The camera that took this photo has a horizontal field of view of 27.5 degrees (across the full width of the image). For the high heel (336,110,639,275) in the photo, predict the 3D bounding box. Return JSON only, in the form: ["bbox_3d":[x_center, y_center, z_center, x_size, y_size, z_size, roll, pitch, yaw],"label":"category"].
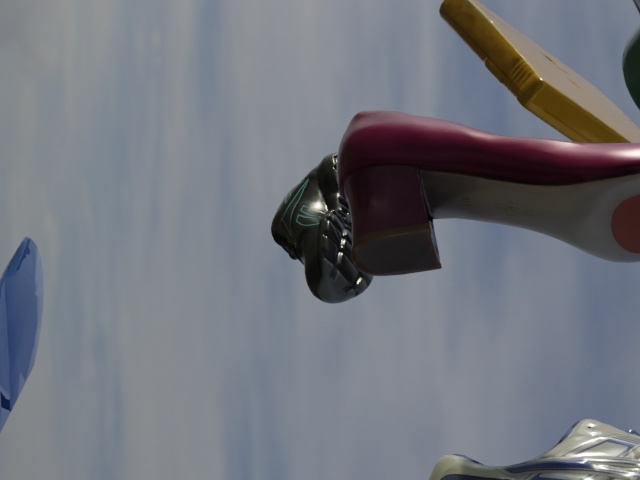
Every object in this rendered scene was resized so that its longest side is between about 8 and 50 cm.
[{"bbox_3d":[0.201,-0.076,1.159,0.127,0.377,0.181,82,5,-50],"label":"high heel"}]

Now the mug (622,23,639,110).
[{"bbox_3d":[0.323,-0.136,1.015,0.157,0.129,0.097,53,-30,12],"label":"mug"}]

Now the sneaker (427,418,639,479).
[{"bbox_3d":[0.206,0.153,0.791,0.131,0.297,0.111,-109,-164,-51],"label":"sneaker"}]

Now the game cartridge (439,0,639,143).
[{"bbox_3d":[0.306,-0.178,1.645,0.052,0.285,0.323,-51,-152,18],"label":"game cartridge"}]

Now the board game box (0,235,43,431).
[{"bbox_3d":[-0.246,0.076,0.962,0.168,0.033,0.133,-76,174,-54],"label":"board game box"}]

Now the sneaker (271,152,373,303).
[{"bbox_3d":[0.000,0.000,1.562,0.101,0.106,0.267,52,21,-24],"label":"sneaker"}]

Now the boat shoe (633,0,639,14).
[{"bbox_3d":[0.259,-0.078,0.777,0.130,0.132,0.355,113,-42,-57],"label":"boat shoe"}]
